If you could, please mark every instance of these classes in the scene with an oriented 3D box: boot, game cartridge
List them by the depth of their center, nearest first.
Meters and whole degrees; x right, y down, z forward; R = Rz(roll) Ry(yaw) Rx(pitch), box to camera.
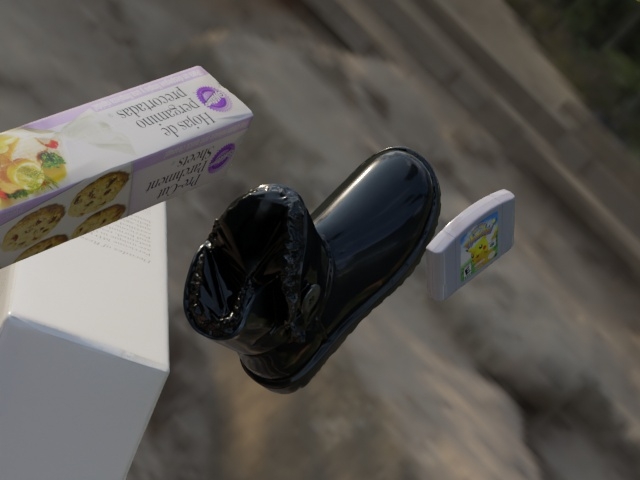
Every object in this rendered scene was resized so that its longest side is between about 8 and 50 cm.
[{"bbox_3d":[0.107,0.001,1.312,0.017,0.083,0.056,30,-36,36],"label":"game cartridge"},{"bbox_3d":[0.000,0.000,1.483,0.094,0.246,0.207,34,-9,20],"label":"boot"}]

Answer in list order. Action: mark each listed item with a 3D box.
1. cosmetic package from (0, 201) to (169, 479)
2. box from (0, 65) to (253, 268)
[{"bbox_3d":[-0.261,0.101,1.848,0.161,0.230,0.453,20,19,-12],"label":"cosmetic package"},{"bbox_3d":[-0.173,-0.044,1.267,0.063,0.067,0.324,42,36,18],"label":"box"}]
